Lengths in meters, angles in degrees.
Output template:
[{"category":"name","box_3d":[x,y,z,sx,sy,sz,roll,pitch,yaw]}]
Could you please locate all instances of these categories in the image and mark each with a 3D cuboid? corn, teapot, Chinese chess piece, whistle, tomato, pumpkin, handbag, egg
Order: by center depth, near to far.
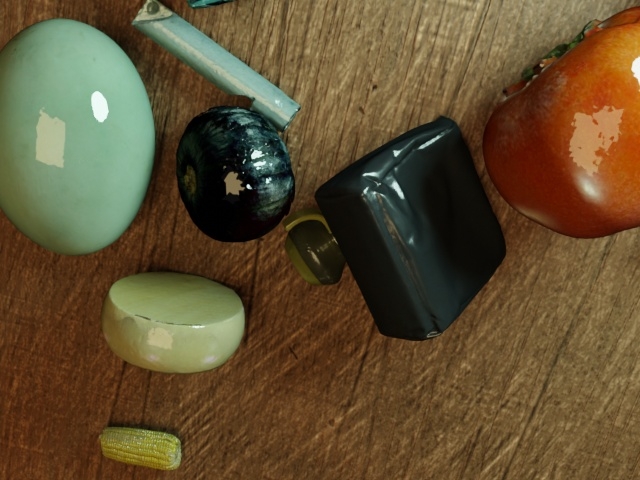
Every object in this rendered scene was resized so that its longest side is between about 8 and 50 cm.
[{"category":"tomato","box_3d":[0.404,-0.157,1.137,0.341,0.341,0.273,-36,93,19]},{"category":"egg","box_3d":[-0.410,-0.161,1.300,0.276,0.276,0.389,4,113,8]},{"category":"pumpkin","box_3d":[-0.145,-0.105,1.311,0.163,0.233,0.233,-14,114,-31]},{"category":"handbag","box_3d":[0.150,-0.026,1.318,0.178,0.275,0.302,-6,119,47]},{"category":"whistle","box_3d":[-0.172,-0.292,1.330,0.312,0.062,0.062,36,111,-5]},{"category":"teapot","box_3d":[0.000,0.000,1.367,0.119,0.130,0.165,-35,137,4]},{"category":"Chinese chess piece","box_3d":[-0.258,0.140,1.400,0.251,0.251,0.097,13,107,4]},{"category":"corn","box_3d":[-0.367,0.423,1.626,0.165,0.063,0.085,5,135,9]}]

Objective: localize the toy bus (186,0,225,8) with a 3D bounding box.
[{"category":"toy bus","box_3d":[-0.180,-0.487,1.225,0.147,0.128,0.256,-17,104,17]}]
